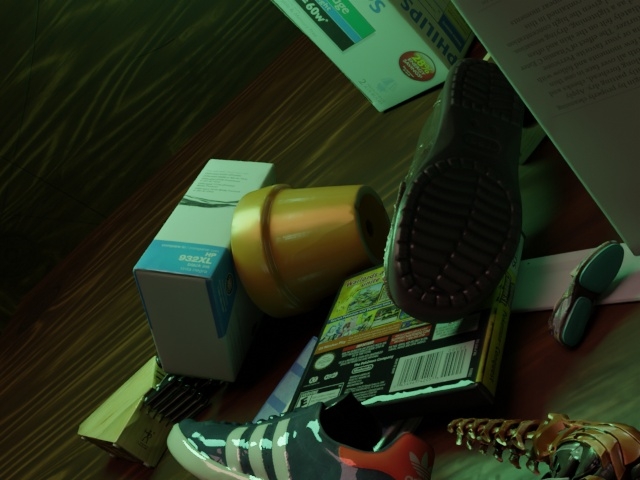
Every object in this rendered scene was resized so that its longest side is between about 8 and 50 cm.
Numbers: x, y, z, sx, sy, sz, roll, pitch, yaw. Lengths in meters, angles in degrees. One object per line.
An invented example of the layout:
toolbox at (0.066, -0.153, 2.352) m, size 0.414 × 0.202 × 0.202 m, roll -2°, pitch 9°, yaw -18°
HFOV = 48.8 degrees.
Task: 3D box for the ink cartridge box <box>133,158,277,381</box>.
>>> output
ink cartridge box at (-0.162, 0.040, 1.161) m, size 0.129 × 0.223 × 0.307 m, roll 5°, pitch 39°, yaw 14°

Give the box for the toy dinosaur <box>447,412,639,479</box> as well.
toy dinosaur at (0.201, 0.209, 0.500) m, size 0.218 × 0.164 × 0.322 m, roll -39°, pitch 3°, yaw -15°

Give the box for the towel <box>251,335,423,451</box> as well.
towel at (0.006, 0.230, 0.880) m, size 0.209 × 0.034 × 0.285 m, roll -53°, pitch 24°, yaw -12°

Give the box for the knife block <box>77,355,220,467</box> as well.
knife block at (-0.291, 0.270, 1.258) m, size 0.275 × 0.088 × 0.242 m, roll -14°, pitch 39°, yaw 52°

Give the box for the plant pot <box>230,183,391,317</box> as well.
plant pot at (0.000, 0.000, 1.067) m, size 0.188 × 0.205 × 0.205 m, roll -15°, pitch 37°, yaw 27°

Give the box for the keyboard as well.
keyboard at (0.286, 0.037, 0.730) m, size 0.256 × 0.014 × 0.072 m, roll -15°, pitch 45°, yaw 51°

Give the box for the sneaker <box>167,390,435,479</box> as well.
sneaker at (-0.024, 0.223, 0.746) m, size 0.350 × 0.131 × 0.148 m, roll 7°, pitch 60°, yaw 45°

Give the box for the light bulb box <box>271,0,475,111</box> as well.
light bulb box at (0.140, -0.521, 1.398) m, size 0.225 × 0.358 × 0.361 m, roll -17°, pitch 37°, yaw 53°

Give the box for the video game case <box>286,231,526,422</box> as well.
video game case at (0.100, 0.105, 0.838) m, size 0.275 × 0.035 × 0.248 m, roll -22°, pitch 30°, yaw 39°

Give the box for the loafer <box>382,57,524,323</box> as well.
loafer at (0.159, -0.049, 0.830) m, size 0.130 × 0.133 × 0.366 m, roll 116°, pitch 178°, yaw -57°

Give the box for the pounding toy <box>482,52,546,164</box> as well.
pounding toy at (0.254, -0.151, 0.981) m, size 0.206 × 0.094 × 0.181 m, roll -54°, pitch 27°, yaw 11°

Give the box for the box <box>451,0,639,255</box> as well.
box at (0.294, -0.187, 0.622) m, size 0.168 × 0.345 × 0.215 m, roll -15°, pitch 35°, yaw 49°

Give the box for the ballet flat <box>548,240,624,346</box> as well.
ballet flat at (0.258, 0.049, 0.701) m, size 0.114 × 0.041 × 0.041 m, roll -63°, pitch 24°, yaw 2°
